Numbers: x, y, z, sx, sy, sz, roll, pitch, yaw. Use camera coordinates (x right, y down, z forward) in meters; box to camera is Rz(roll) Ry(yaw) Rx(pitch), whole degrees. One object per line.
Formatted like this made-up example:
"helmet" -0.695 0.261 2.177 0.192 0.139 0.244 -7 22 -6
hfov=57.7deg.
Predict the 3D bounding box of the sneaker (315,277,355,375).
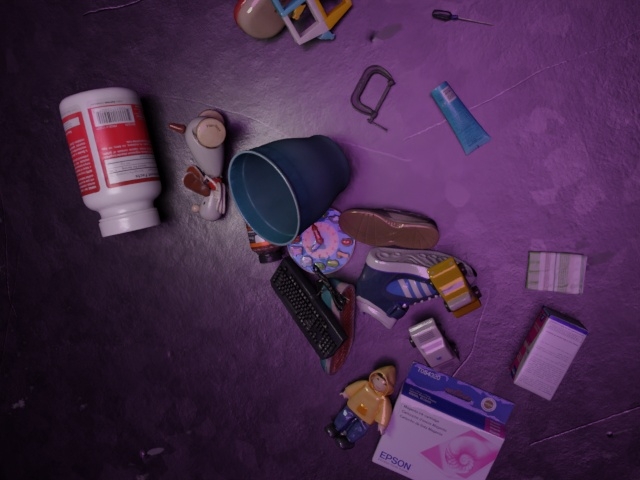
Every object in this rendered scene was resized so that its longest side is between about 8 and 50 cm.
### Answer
"sneaker" 0.027 0.250 1.734 0.121 0.108 0.302 20 112 36

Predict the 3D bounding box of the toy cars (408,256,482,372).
"toy cars" 0.346 0.229 1.596 0.177 0.087 0.393 6 122 -6

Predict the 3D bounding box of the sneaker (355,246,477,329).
"sneaker" 0.262 0.154 1.674 0.323 0.130 0.236 9 118 -4

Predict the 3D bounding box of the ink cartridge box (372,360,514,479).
"ink cartridge box" 0.361 0.572 1.722 0.324 0.071 0.329 21 102 8

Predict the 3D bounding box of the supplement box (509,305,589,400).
"supplement box" 0.629 0.310 1.613 0.114 0.111 0.219 24 101 7

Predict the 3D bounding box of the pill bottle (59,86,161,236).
"pill bottle" -0.606 -0.226 1.720 0.229 0.229 0.407 -11 95 12

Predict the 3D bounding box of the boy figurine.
"boy figurine" 0.140 0.494 1.729 0.177 0.092 0.285 45 109 27

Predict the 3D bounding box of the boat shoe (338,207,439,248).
"boat shoe" 0.196 -0.043 1.661 0.286 0.092 0.102 8 118 7

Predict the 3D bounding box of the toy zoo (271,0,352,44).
"toy zoo" -0.036 -0.672 1.571 0.192 0.030 0.293 -39 129 -1

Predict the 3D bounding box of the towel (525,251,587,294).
"towel" 0.659 0.089 1.627 0.152 0.023 0.113 5 96 12

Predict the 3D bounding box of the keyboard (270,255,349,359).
"keyboard" -0.025 0.173 1.674 0.317 0.033 0.201 52 122 26

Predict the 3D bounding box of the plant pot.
"plant pot" -0.068 -0.163 1.588 0.272 0.255 0.271 29 136 32

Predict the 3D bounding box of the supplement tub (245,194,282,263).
"supplement tub" -0.166 -0.034 1.723 0.106 0.106 0.197 -11 95 12

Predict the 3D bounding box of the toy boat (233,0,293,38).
"toy boat" -0.155 -0.691 1.635 0.231 0.151 0.151 -48 57 12

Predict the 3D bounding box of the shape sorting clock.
"shape sorting clock" 0.000 0.000 1.729 0.206 0.040 0.206 1 98 11

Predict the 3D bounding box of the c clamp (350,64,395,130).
"c clamp" 0.160 -0.412 1.658 0.137 0.022 0.160 25 103 12

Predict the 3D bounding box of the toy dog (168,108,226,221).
"toy dog" -0.362 -0.226 1.700 0.161 0.220 0.333 1 88 -11

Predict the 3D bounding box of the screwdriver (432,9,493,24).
"screwdriver" 0.390 -0.609 1.586 0.170 0.024 0.025 9 128 8

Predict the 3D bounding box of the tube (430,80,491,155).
"tube" 0.384 -0.343 1.610 0.080 0.052 0.207 -34 95 18
